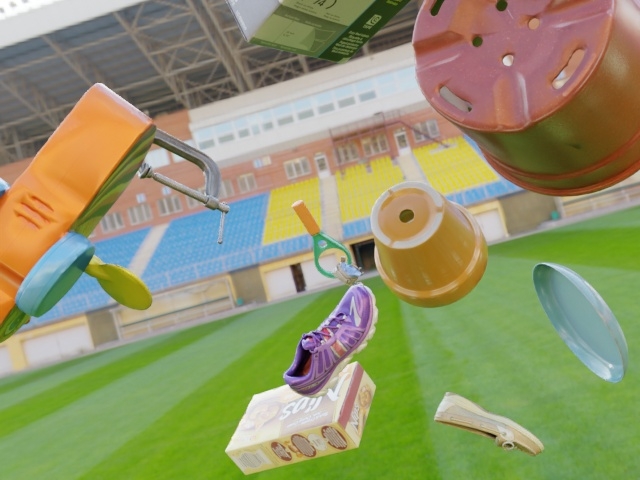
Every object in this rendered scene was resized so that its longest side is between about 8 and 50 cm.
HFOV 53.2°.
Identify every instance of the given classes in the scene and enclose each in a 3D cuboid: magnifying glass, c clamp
[{"bbox_3d":[0.000,0.000,1.552,0.092,0.231,0.026,-26,25,12],"label":"magnifying glass"},{"bbox_3d":[-0.187,-0.085,0.865,0.161,0.137,0.022,30,-46,-28],"label":"c clamp"}]

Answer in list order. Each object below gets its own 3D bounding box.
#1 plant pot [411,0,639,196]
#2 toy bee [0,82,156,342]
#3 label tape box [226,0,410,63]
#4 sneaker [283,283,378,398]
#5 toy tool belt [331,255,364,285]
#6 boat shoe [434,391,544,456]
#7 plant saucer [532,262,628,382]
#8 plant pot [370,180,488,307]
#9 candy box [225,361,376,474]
[{"bbox_3d":[0.250,-0.199,0.728,0.273,0.272,0.265,-17,-13,33],"label":"plant pot"},{"bbox_3d":[-0.252,0.011,0.515,0.298,0.195,0.162,-33,0,-18],"label":"toy bee"},{"bbox_3d":[0.052,-0.421,0.951,0.334,0.105,0.241,-36,-18,37],"label":"label tape box"},{"bbox_3d":[0.013,0.131,0.840,0.071,0.169,0.068,33,-1,-40],"label":"sneaker"},{"bbox_3d":[0.072,0.075,1.468,0.051,0.083,0.052,-59,-5,23],"label":"toy tool belt"},{"bbox_3d":[0.240,0.273,0.917,0.153,0.048,0.056,26,-21,17],"label":"boat shoe"},{"bbox_3d":[0.608,0.181,1.488,0.044,0.317,0.317,-29,-1,-4],"label":"plant saucer"},{"bbox_3d":[0.179,-0.006,1.139,0.205,0.205,0.188,-16,-31,17],"label":"plant pot"},{"bbox_3d":[-0.044,0.398,1.426,0.317,0.087,0.183,-24,22,30],"label":"candy box"}]
